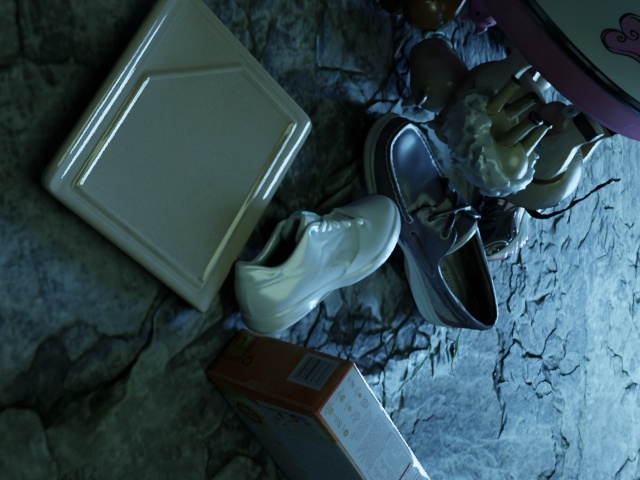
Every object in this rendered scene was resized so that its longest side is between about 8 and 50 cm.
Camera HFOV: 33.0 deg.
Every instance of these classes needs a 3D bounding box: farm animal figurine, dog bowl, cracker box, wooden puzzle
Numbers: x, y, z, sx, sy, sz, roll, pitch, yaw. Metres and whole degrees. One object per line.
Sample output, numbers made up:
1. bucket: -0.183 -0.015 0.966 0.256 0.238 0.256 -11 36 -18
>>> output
1. farm animal figurine: 0.189 -0.164 1.158 0.330 0.172 0.326 5 54 -46
2. dog bowl: 0.299 -0.276 1.102 0.408 0.150 0.407 29 40 -28
3. cracker box: 0.007 0.197 1.072 0.067 0.156 0.232 -51 130 -26
4. wooden puzzle: -0.121 -0.081 0.968 0.238 0.044 0.220 47 65 -45

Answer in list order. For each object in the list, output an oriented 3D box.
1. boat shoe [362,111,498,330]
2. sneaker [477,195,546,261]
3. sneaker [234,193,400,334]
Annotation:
1. boat shoe: 0.132 -0.015 1.195 0.103 0.092 0.285 -42 126 -31
2. sneaker: 0.219 -0.044 1.307 0.178 0.072 0.077 -48 117 -37
3. sneaker: 0.000 0.000 1.071 0.212 0.080 0.094 -39 131 -31
